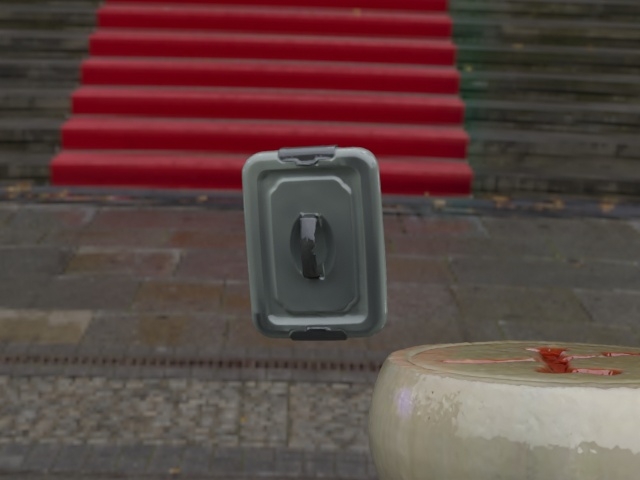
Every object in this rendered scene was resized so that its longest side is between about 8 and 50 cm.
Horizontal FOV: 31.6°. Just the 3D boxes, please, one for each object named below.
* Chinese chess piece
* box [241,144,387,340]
[{"bbox_3d":[0.210,0.171,1.006,0.338,0.141,0.338,0,0,0],"label":"Chinese chess piece"},{"bbox_3d":[0.000,0.000,1.336,0.162,0.227,0.130,-2,8,12],"label":"box"}]
